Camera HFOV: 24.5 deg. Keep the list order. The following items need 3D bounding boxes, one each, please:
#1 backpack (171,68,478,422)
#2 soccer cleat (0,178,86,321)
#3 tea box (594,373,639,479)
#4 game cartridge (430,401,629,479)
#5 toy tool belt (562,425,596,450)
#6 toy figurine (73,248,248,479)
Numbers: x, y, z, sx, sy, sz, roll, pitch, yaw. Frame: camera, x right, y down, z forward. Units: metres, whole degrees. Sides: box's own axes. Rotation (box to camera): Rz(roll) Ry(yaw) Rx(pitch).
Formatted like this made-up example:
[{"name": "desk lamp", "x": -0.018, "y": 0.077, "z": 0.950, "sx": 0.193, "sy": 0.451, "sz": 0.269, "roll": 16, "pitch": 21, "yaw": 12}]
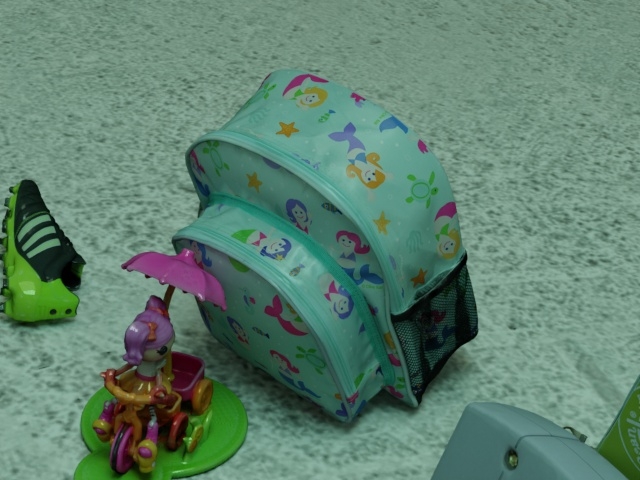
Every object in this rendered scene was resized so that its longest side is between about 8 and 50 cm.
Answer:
[{"name": "backpack", "x": 0.000, "y": 0.000, "z": 1.161, "sx": 0.225, "sy": 0.253, "sz": 0.191, "roll": 30, "pitch": 56, "yaw": 33}, {"name": "soccer cleat", "x": -0.247, "y": 0.010, "z": 1.306, "sx": 0.072, "sy": 0.060, "sz": 0.179, "roll": 6, "pitch": 36, "yaw": -16}, {"name": "tea box", "x": 0.353, "y": 0.115, "z": 0.920, "sx": 0.329, "sy": 0.323, "sz": 0.220, "roll": -24, "pitch": 56, "yaw": -40}, {"name": "game cartridge", "x": 0.140, "y": 0.236, "z": 0.843, "sx": 0.062, "sy": 0.198, "sz": 0.297, "roll": 13, "pitch": 25, "yaw": -31}, {"name": "toy tool belt", "x": 0.213, "y": 0.174, "z": 1.107, "sx": 0.083, "sy": 0.052, "sz": 0.051, "roll": 31, "pitch": 9, "yaw": 31}, {"name": "toy figurine", "x": -0.124, "y": 0.087, "z": 1.090, "sx": 0.130, "sy": 0.159, "sz": 0.173, "roll": 15, "pitch": 33, "yaw": 16}]
